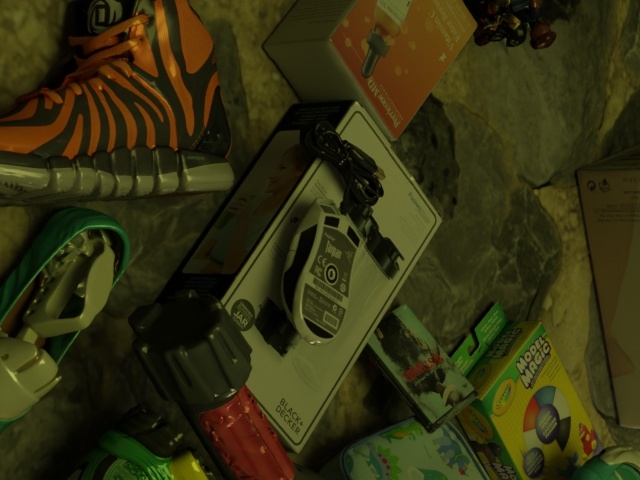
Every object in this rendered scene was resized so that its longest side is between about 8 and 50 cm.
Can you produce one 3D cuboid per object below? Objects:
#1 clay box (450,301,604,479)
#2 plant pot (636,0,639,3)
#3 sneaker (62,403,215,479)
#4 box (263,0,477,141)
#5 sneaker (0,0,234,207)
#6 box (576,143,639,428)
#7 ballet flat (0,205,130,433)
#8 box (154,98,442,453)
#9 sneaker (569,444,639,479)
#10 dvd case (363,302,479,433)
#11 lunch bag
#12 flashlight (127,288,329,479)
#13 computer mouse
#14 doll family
[{"bbox_3d":[0.216,0.186,1.864,0.127,0.053,0.222,-48,123,-33],"label":"clay box"},{"bbox_3d":[0.308,-0.356,1.825,0.263,0.229,0.263,0,90,-44],"label":"plant pot"},{"bbox_3d":[-0.122,0.304,1.500,0.146,0.134,0.343,-38,117,-17],"label":"sneaker"},{"bbox_3d":[0.050,-0.195,1.669,0.130,0.091,0.170,54,55,-31],"label":"box"},{"bbox_3d":[-0.200,-0.121,1.419,0.321,0.125,0.180,-5,90,-55],"label":"sneaker"},{"bbox_3d":[0.402,0.051,1.998,0.148,0.121,0.311,-20,104,-43],"label":"box"},{"bbox_3d":[-0.230,0.073,1.398,0.083,0.087,0.247,48,59,-34],"label":"ballet flat"},{"bbox_3d":[-0.021,0.030,1.603,0.169,0.087,0.290,51,58,-32],"label":"box"},{"bbox_3d":[0.270,0.340,1.848,0.110,0.107,0.275,-12,120,-45],"label":"sneaker"},{"bbox_3d":[0.095,0.124,1.721,0.119,0.013,0.087,53,39,6],"label":"dvd case"},{"bbox_3d":[0.104,0.281,1.671,0.176,0.090,0.219,-19,71,-43],"label":"lunch bag"},{"bbox_3d":[-0.050,0.176,1.473,0.103,0.103,0.304,-24,125,3],"label":"flashlight"},{"bbox_3d":[0.000,0.000,1.536,0.106,0.042,0.193,37,60,-43],"label":"computer mouse"},{"bbox_3d":[0.179,-0.236,1.738,0.193,0.076,0.111,-72,141,-82],"label":"doll family"}]
